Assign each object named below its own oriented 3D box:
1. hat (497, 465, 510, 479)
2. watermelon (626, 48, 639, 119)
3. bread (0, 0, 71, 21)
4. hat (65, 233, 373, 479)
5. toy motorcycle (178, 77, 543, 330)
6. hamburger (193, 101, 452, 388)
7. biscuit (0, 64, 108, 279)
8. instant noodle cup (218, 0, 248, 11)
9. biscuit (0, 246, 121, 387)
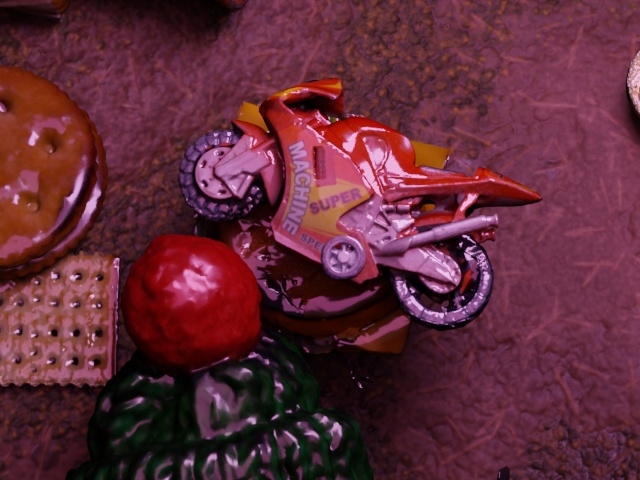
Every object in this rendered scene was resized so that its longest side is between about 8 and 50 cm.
[{"bbox_3d":[0.141,0.329,1.447,0.209,0.238,0.336,42,96,13],"label":"hat"},{"bbox_3d":[0.344,-0.144,1.634,0.105,0.062,0.105,2,76,-6],"label":"watermelon"},{"bbox_3d":[-0.283,-0.334,1.625,0.109,0.192,0.210,1,76,-1],"label":"bread"},{"bbox_3d":[-0.106,0.156,1.466,0.274,0.242,0.332,-13,95,-18],"label":"hat"},{"bbox_3d":[0.029,-0.042,1.459,0.298,0.089,0.171,26,77,7],"label":"toy motorcycle"},{"bbox_3d":[0.000,0.000,1.567,0.243,0.139,0.262,16,77,5],"label":"hamburger"},{"bbox_3d":[-0.315,-0.066,1.619,0.220,0.066,0.220,0,71,1],"label":"biscuit"},{"bbox_3d":[-0.141,-0.330,1.626,0.153,0.205,0.205,7,77,9],"label":"instant noodle cup"},{"bbox_3d":[-0.307,0.073,1.619,0.231,0.016,0.139,0,77,2],"label":"biscuit"}]
